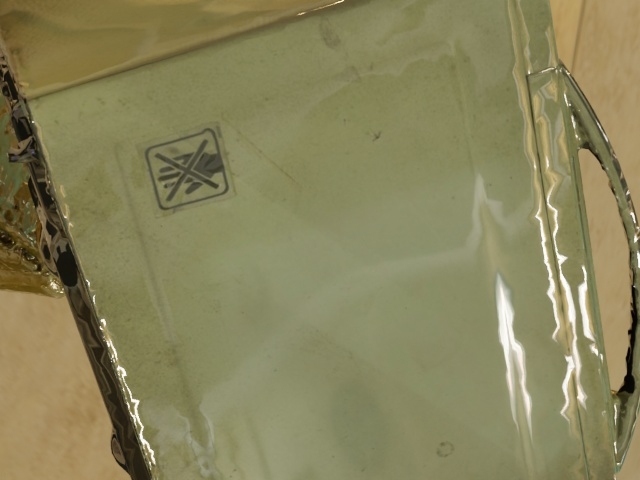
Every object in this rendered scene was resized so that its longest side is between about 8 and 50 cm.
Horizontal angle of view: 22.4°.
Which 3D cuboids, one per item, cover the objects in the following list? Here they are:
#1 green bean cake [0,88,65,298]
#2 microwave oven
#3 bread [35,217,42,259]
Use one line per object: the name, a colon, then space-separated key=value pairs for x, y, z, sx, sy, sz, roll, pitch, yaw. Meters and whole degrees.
green bean cake: x=-0.239 y=-0.091 z=1.269 sx=0.131 sy=0.229 sz=0.224 roll=3 pitch=59 yaw=33
microwave oven: x=0.000 y=0.000 z=1.008 sx=0.333 sy=0.394 sz=0.247 roll=-17 pitch=30 yaw=-7
bread: x=-0.172 y=-0.016 z=1.143 sx=0.046 sy=0.081 sz=0.083 roll=15 pitch=93 yaw=-18
